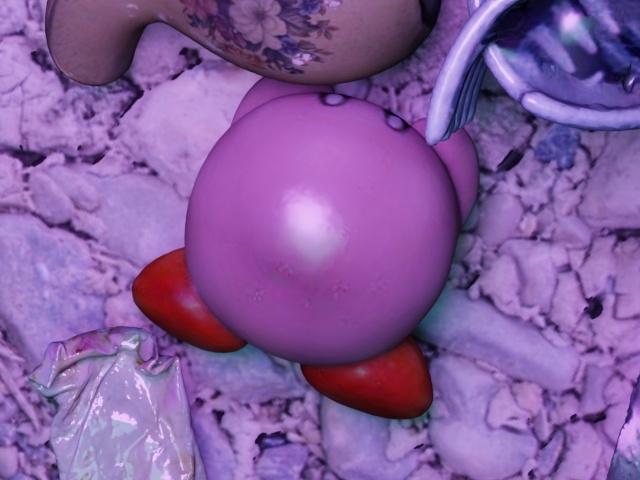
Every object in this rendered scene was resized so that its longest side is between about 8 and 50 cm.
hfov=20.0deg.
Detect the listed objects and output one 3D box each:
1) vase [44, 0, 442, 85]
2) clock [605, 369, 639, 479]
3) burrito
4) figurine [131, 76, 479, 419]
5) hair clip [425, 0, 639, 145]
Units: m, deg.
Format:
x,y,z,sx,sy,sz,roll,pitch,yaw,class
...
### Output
x,y,z,sx,sy,sz,roll,pitch,yaw,class
-0.067,-0.275,1.385,0.302,0.241,0.329,1,129,14,vase
0.254,0.163,1.434,0.042,0.215,0.215,17,99,11,clock
-0.164,0.187,1.556,0.144,0.089,0.229,-10,97,-6,burrito
-0.003,0.007,1.446,0.270,0.211,0.261,23,100,3,figurine
0.221,-0.146,1.347,0.238,0.318,0.392,12,101,7,hair clip
